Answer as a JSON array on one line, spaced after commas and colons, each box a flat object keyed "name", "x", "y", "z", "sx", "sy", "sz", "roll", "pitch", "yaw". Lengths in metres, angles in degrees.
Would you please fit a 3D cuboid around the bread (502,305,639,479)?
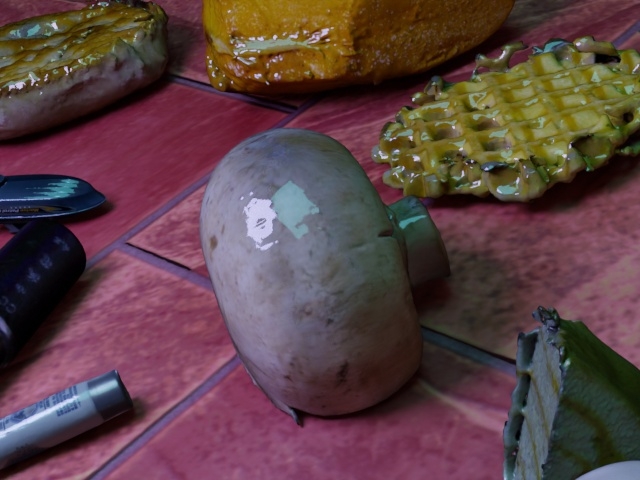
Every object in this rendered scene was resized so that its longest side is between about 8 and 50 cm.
[{"name": "bread", "x": 0.183, "y": 0.122, "z": 0.871, "sx": 0.110, "sy": 0.156, "sz": 0.103, "roll": 5, "pitch": 30, "yaw": -1}]

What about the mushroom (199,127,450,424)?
[{"name": "mushroom", "x": 0.000, "y": 0.000, "z": 1.086, "sx": 0.195, "sy": 0.189, "sz": 0.253, "roll": -22, "pitch": 41, "yaw": -5}]

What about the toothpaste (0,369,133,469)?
[{"name": "toothpaste", "x": -0.270, "y": 0.170, "z": 1.093, "sx": 0.239, "sy": 0.039, "sz": 0.062, "roll": -24, "pitch": 24, "yaw": -7}]

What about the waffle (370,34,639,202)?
[{"name": "waffle", "x": 0.190, "y": -0.120, "z": 1.288, "sx": 0.262, "sy": 0.060, "sz": 0.280, "roll": 12, "pitch": 43, "yaw": 36}]

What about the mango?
[{"name": "mango", "x": 0.043, "y": -0.258, "z": 1.448, "sx": 0.350, "sy": 0.201, "sz": 0.199, "roll": -13, "pitch": 62, "yaw": -9}]

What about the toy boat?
[{"name": "toy boat", "x": -0.292, "y": -0.042, "z": 1.397, "sx": 0.141, "sy": 0.060, "sz": 0.055, "roll": -2, "pitch": 35, "yaw": 10}]

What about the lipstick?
[{"name": "lipstick", "x": -0.312, "y": 0.090, "z": 1.190, "sx": 0.081, "sy": 0.081, "sz": 0.299, "roll": 3, "pitch": 38, "yaw": 28}]

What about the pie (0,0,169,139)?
[{"name": "pie", "x": -0.337, "y": -0.213, "z": 1.641, "sx": 0.315, "sy": 0.092, "sz": 0.315, "roll": -13, "pitch": 28, "yaw": 7}]

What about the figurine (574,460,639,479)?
[{"name": "figurine", "x": 0.115, "y": 0.214, "z": 0.785, "sx": 0.235, "sy": 0.127, "sz": 0.155, "roll": -13, "pitch": 54, "yaw": 10}]
